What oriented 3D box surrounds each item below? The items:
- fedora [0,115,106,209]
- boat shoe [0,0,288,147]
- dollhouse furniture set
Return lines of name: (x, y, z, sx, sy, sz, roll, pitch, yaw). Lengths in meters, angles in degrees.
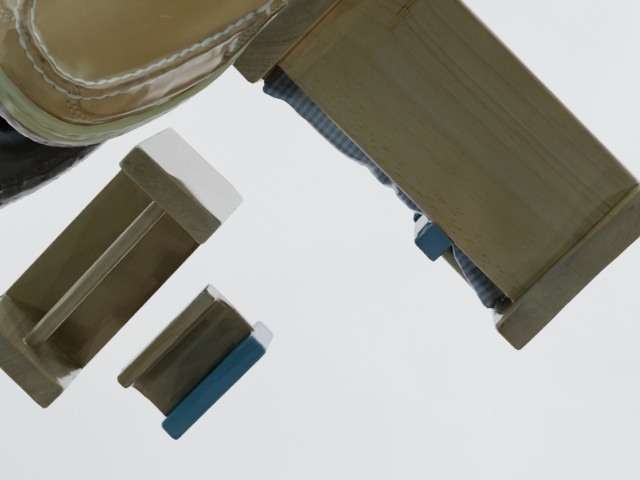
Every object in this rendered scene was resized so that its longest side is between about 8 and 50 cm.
fedora: (-0.241, -0.161, 1.122, 0.334, 0.152, 0.334, -27, -39, -24)
boat shoe: (-0.016, -0.095, 0.503, 0.072, 0.190, 0.068, -19, -66, 49)
dollhouse furniture set: (0.000, 0.000, 0.649, 0.129, 0.129, 0.183, 45, -82, -3)
